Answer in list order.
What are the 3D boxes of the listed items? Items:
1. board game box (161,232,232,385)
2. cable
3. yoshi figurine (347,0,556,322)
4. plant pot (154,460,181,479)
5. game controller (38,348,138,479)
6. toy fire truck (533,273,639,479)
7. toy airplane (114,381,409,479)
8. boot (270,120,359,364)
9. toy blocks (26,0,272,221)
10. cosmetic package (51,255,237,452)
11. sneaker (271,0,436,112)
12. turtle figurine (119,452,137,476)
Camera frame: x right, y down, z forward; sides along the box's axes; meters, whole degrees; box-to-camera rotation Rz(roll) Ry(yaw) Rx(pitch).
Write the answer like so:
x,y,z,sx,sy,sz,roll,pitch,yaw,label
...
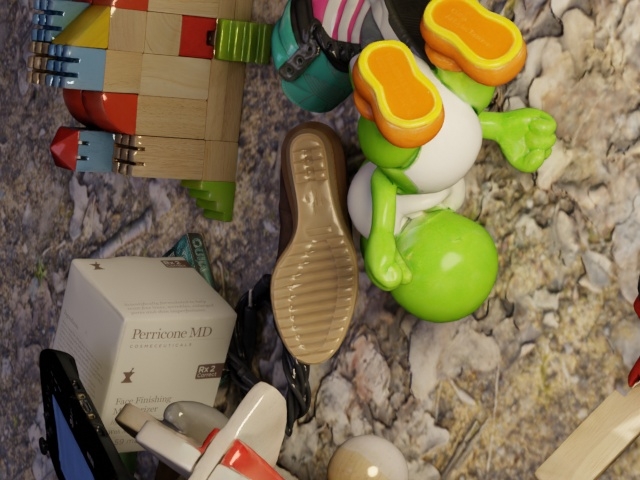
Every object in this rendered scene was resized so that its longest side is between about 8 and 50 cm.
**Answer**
x,y,z,sx,sy,sz,roll,pitch,yaw,label
-0.161,0.100,2.261,0.126,0.026,0.186,-41,57,45,board game box
-0.061,0.135,2.107,0.150,0.047,0.184,-29,67,49,cable
0.114,-0.048,1.750,0.362,0.203,0.203,94,-176,-59,yoshi figurine
-0.121,0.290,2.103,0.167,0.167,0.165,4,83,53,plant pot
-0.245,0.245,1.972,0.319,0.067,0.166,-131,26,-55,game controller
0.307,0.153,1.545,0.217,0.158,0.246,61,145,34,toy fire truck
-0.022,0.275,1.864,0.386,0.272,0.384,51,151,-1,toy airplane
0.000,0.000,1.958,0.207,0.090,0.248,-17,-74,-86,boot
-0.218,-0.219,2.154,0.190,0.261,0.381,14,100,53,toy blocks
-0.213,0.131,2.174,0.151,0.151,0.184,43,125,47,cosmetic package
0.040,-0.193,1.916,0.178,0.123,0.295,-59,38,27,sneaker
-0.307,0.298,2.277,0.198,0.274,0.266,92,-175,-59,turtle figurine
